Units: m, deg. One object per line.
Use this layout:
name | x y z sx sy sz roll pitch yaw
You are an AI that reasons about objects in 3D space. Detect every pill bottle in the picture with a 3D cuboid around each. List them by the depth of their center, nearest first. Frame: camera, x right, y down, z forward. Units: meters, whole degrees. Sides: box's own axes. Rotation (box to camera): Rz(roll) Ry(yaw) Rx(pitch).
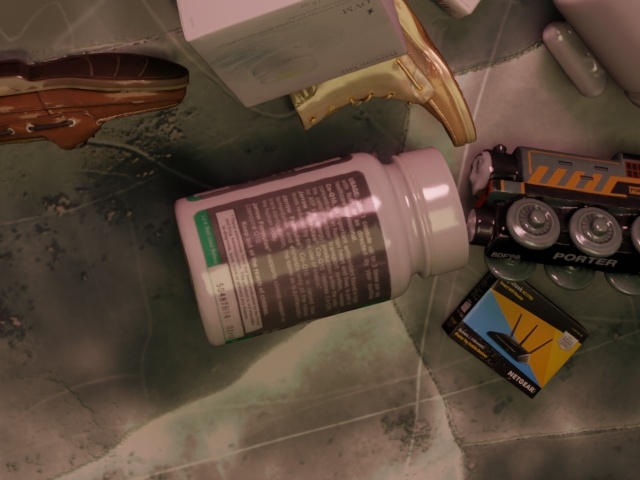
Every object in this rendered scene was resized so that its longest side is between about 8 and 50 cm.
pill bottle | 0.000 0.000 1.756 0.361 0.204 0.204 -15 112 -6

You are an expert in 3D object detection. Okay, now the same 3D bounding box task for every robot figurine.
robot figurine | 0.444 -0.305 1.741 0.300 0.199 0.353 -30 116 30

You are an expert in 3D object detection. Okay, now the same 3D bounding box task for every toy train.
toy train | 0.360 -0.036 1.838 0.334 0.190 0.142 7 148 -9

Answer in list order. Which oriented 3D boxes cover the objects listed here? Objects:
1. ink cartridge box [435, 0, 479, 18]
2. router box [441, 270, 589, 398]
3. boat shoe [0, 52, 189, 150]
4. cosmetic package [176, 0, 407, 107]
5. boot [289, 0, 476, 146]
ink cartridge box | 0.184 -0.435 1.732 0.181 0.056 0.224 38 80 -21
router box | 0.288 0.132 1.951 0.179 0.046 0.133 36 99 -21
boat shoe | -0.319 -0.174 1.684 0.307 0.110 0.104 -1 114 -1
cosmetic package | -0.036 -0.287 1.594 0.224 0.225 0.138 -18 72 11
boot | 0.068 -0.195 1.749 0.203 0.095 0.262 -35 104 1
